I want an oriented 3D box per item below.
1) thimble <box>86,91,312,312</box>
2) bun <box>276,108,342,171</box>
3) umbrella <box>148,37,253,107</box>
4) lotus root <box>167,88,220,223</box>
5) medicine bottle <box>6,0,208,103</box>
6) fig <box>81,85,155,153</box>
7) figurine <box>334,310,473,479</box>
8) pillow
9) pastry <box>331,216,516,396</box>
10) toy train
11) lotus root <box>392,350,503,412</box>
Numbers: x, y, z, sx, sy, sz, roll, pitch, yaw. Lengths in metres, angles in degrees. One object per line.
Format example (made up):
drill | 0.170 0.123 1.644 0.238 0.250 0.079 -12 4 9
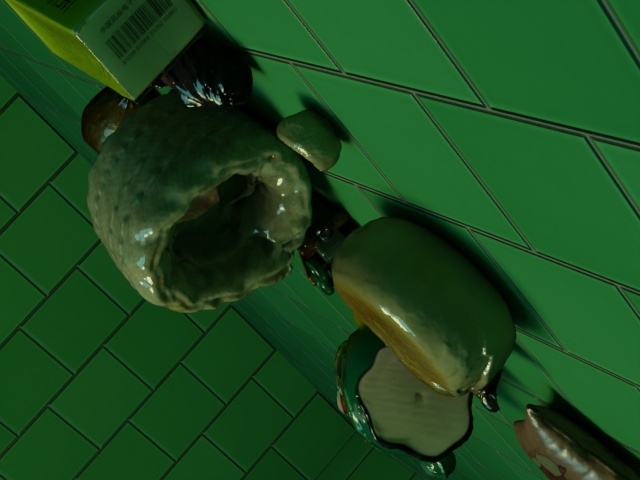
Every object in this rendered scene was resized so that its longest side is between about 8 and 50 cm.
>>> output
thimble | -0.164 -0.053 1.731 0.195 0.291 0.291 44 173 40
bun | -0.009 -0.125 1.491 0.086 0.055 0.086 39 -176 -3
umbrella | -0.209 -0.237 1.607 0.326 0.094 0.090 23 -178 42
lotus root | -0.192 -0.102 2.008 0.267 0.149 0.260 33 168 25
medicine bottle | -0.277 -0.295 1.534 0.250 0.137 0.141 33 167 45
fig | -0.325 -0.209 2.104 0.170 0.145 0.274 42 159 3
figurine | 0.139 0.234 2.024 0.340 0.232 0.323 -156 44 -84
pillow | 0.383 0.332 1.848 0.223 0.084 0.236 40 166 11
pastry | 0.130 0.080 1.592 0.265 0.133 0.265 39 167 11
toy train | 0.000 0.000 1.887 0.136 0.091 0.227 50 173 15
lotus root | 0.182 0.154 1.751 0.221 0.118 0.125 37 160 27
